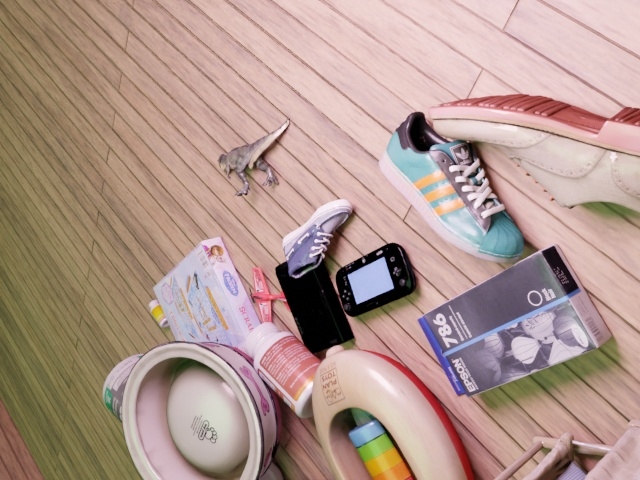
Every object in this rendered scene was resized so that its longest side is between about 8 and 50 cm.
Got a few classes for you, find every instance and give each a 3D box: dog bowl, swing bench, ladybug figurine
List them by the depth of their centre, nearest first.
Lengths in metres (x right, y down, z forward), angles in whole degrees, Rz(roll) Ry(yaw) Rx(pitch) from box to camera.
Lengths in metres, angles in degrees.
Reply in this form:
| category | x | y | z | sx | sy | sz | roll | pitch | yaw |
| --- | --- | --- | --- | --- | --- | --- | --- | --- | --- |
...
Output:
| category | x | y | z | sx | sy | sz | roll | pitch | yaw |
| --- | --- | --- | --- | --- | --- | --- | --- | --- | --- |
| swing bench | 0.380 | 0.378 | 0.887 | 0.254 | 0.253 | 0.165 | -34 | 77 | 45 |
| ladybug figurine | 0.147 | 0.394 | 1.199 | 0.305 | 0.161 | 0.449 | -38 | 75 | 46 |
| dog bowl | -0.269 | 0.424 | 1.498 | 0.407 | 0.150 | 0.408 | 2 | 95 | 28 |

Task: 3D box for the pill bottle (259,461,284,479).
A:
| category | x | y | z | sx | sy | sz | roll | pitch | yaw |
| --- | --- | --- | --- | --- | --- | --- | --- | --- | --- |
| pill bottle | -0.214 | 0.674 | 1.670 | 0.264 | 0.146 | 0.146 | -44 | 70 | 44 |

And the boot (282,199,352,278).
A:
| category | x | y | z | sx | sy | sz | roll | pitch | yaw |
| --- | --- | --- | --- | --- | --- | --- | --- | --- | --- |
| boot | 0.000 | 0.000 | 1.269 | 0.190 | 0.069 | 0.086 | -38 | 52 | 36 |

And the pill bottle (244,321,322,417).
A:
| category | x | y | z | sx | sy | sz | roll | pitch | yaw |
| --- | --- | --- | --- | --- | --- | --- | --- | --- | --- |
| pill bottle | -0.071 | 0.283 | 1.419 | 0.216 | 0.121 | 0.121 | 39 | 127 | 32 |

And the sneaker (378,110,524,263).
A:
| category | x | y | z | sx | sy | sz | roll | pitch | yaw |
| --- | --- | --- | --- | --- | --- | --- | --- | --- | --- |
| sneaker | 0.216 | -0.092 | 1.018 | 0.302 | 0.108 | 0.121 | 46 | 135 | 28 |

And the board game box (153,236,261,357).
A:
| category | x | y | z | sx | sy | sz | roll | pitch | yaw |
| --- | --- | --- | --- | --- | --- | --- | --- | --- | --- |
| board game box | -0.293 | 0.200 | 1.662 | 0.318 | 0.065 | 0.319 | -35 | 77 | 45 |

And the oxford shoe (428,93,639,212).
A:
| category | x | y | z | sx | sy | sz | roll | pitch | yaw |
| --- | --- | --- | --- | --- | --- | --- | --- | --- | --- |
| oxford shoe | 0.318 | -0.118 | 0.887 | 0.397 | 0.140 | 0.147 | 23 | 123 | 41 |

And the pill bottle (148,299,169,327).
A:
| category | x | y | z | sx | sy | sz | roll | pitch | yaw |
| --- | --- | --- | --- | --- | --- | --- | --- | --- | --- |
| pill bottle | -0.473 | 0.214 | 1.869 | 0.083 | 0.043 | 0.043 | 47 | 131 | 25 |

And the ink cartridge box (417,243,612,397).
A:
| category | x | y | z | sx | sy | sz | roll | pitch | yaw |
| --- | --- | --- | --- | --- | --- | --- | --- | --- | --- |
| ink cartridge box | 0.289 | 0.152 | 1.052 | 0.332 | 0.065 | 0.165 | -41 | 73 | 45 |

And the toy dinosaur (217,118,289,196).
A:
| category | x | y | z | sx | sy | sz | roll | pitch | yaw |
| --- | --- | --- | --- | --- | --- | --- | --- | --- | --- |
| toy dinosaur | -0.153 | -0.169 | 1.413 | 0.268 | 0.064 | 0.118 | -19 | 82 | 44 |

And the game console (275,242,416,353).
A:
| category | x | y | z | sx | sy | sz | roll | pitch | yaw |
| --- | --- | --- | --- | --- | --- | --- | --- | --- | --- |
| game console | 0.049 | 0.093 | 1.295 | 0.361 | 0.044 | 0.213 | -30 | 80 | 46 |

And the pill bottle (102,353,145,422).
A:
| category | x | y | z | sx | sy | sz | roll | pitch | yaw |
| --- | --- | --- | --- | --- | --- | --- | --- | --- | --- |
| pill bottle | -0.446 | 0.488 | 1.808 | 0.361 | 0.204 | 0.204 | 24 | 119 | 39 |

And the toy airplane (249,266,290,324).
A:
| category | x | y | z | sx | sy | sz | roll | pitch | yaw |
| --- | --- | --- | --- | --- | --- | --- | --- | --- | --- |
| toy airplane | -0.117 | 0.131 | 1.488 | 0.151 | 0.028 | 0.151 | 17 | 116 | 41 |
